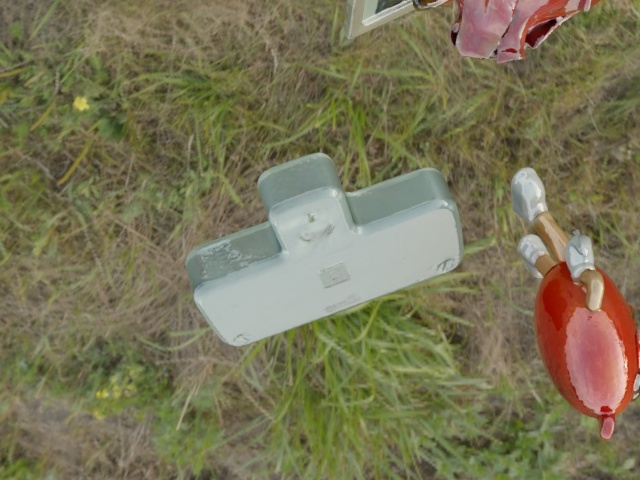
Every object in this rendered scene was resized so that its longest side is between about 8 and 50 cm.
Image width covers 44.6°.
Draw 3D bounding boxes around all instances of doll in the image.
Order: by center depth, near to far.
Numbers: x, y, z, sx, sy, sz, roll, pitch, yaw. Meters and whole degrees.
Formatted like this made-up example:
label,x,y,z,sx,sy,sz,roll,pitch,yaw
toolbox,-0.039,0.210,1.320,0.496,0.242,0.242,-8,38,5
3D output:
label,x,y,z,sx,sy,sz,roll,pitch,yaw
doll,0.223,0.060,0.676,0.085,0.217,0.183,-16,142,5

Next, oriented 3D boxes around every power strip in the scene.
label,x,y,z,sx,sy,sz,roll,pitch,yaw
power strip,0.000,-0.001,0.740,0.265,0.059,0.194,-19,143,2

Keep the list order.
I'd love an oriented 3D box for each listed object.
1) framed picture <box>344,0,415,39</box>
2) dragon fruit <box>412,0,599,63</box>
label,x,y,z,sx,sy,sz,roll,pitch,yaw
framed picture,0.131,-0.355,0.790,0.232,0.024,0.315,-29,160,-15
dragon fruit,0.109,-0.172,0.394,0.136,0.133,0.166,19,107,21
